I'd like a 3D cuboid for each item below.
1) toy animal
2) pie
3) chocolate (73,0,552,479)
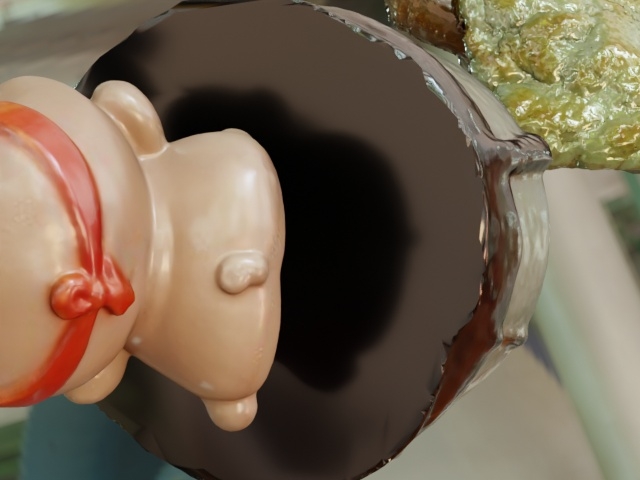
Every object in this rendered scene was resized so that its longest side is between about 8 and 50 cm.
[{"bbox_3d":[-0.118,0.008,0.943,0.197,0.171,0.171,6,-31,-23],"label":"toy animal"},{"bbox_3d":[0.213,-0.157,1.508,0.257,0.274,0.105,-17,-38,-25],"label":"pie"},{"bbox_3d":[0.000,0.000,1.112,0.283,0.284,0.186,-29,-7,19],"label":"chocolate"}]
